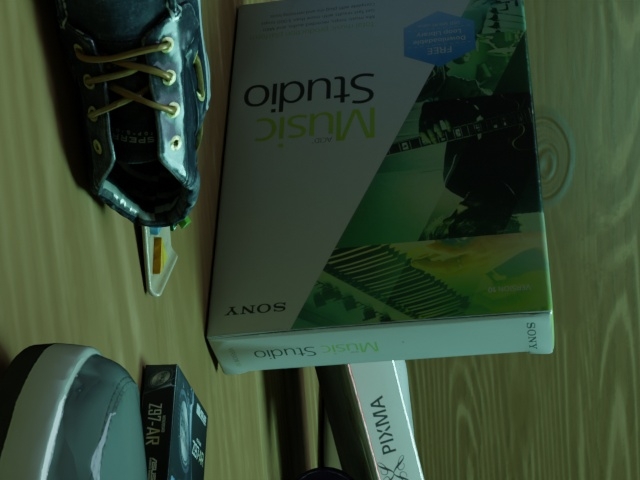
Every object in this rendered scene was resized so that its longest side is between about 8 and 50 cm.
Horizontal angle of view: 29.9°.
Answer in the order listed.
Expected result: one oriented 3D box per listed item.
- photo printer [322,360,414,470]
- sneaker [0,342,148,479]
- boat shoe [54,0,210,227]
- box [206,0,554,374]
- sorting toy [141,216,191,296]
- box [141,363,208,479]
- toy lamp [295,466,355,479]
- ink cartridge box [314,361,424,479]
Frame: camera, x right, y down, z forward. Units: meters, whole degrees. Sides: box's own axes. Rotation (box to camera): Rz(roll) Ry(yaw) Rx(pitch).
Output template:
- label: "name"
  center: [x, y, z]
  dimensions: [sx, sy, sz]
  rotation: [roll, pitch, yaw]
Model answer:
- label: "photo printer"
  center: [0.067, 0.285, 1.543]
  dimensions: [0.307, 0.107, 0.256]
  rotation: [79, 11, -55]
- label: "sneaker"
  center: [-0.024, 0.181, 0.412]
  dimensions: [0.124, 0.178, 0.295]
  rotation: [3, 84, -84]
- label: "boat shoe"
  center: [-0.080, -0.076, 0.519]
  dimensions: [0.183, 0.065, 0.083]
  rotation: [77, 11, -65]
- label: "box"
  center: [0.044, -0.059, 0.888]
  dimensions: [0.058, 0.232, 0.322]
  rotation: [71, 17, -54]
- label: "sorting toy"
  center: [-0.087, -0.013, 0.674]
  dimensions: [0.083, 0.012, 0.062]
  rotation: [-78, 164, -65]
- label: "box"
  center: [-0.080, 0.113, 0.658]
  dimensions: [0.083, 0.018, 0.067]
  rotation: [76, 14, -61]
- label: "toy lamp"
  center: [-0.005, 0.251, 1.042]
  dimensions: [0.275, 0.080, 0.080]
  rotation: [-17, 104, -82]
- label: "ink cartridge box"
  center: [0.058, 0.194, 1.156]
  dimensions: [0.261, 0.066, 0.296]
  rotation: [-140, -146, -75]
